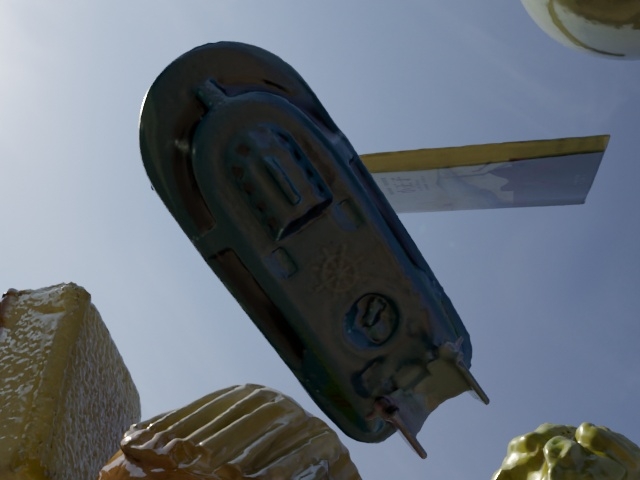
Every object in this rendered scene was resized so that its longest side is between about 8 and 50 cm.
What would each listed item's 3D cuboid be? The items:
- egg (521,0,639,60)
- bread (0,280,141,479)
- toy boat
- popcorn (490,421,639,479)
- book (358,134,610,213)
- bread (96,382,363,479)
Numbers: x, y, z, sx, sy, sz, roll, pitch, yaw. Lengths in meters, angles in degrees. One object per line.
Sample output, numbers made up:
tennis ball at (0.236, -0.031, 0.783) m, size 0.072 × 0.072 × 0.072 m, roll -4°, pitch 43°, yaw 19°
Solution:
egg at (0.238, -0.226, 0.472) m, size 0.188 × 0.189 × 0.254 m, roll 57°, pitch -12°, yaw -3°
bread at (-0.364, 0.271, 0.958) m, size 0.143 × 0.333 × 0.323 m, roll -10°, pitch -52°, yaw 1°
toy boat at (0.000, 0.000, 0.454) m, size 0.298 × 0.134 × 0.092 m, roll 54°, pitch -12°, yaw -11°
popcorn at (0.265, 0.312, 0.694) m, size 0.235 × 0.242 × 0.250 m, roll 27°, pitch -52°, yaw 16°
book at (0.159, -0.066, 0.773) m, size 0.290 × 0.201 × 0.026 m, roll -4°, pitch -102°, yaw 15°
bread at (-0.069, 0.309, 0.581) m, size 0.236 × 0.183 × 0.388 m, roll 10°, pitch -62°, yaw 39°
